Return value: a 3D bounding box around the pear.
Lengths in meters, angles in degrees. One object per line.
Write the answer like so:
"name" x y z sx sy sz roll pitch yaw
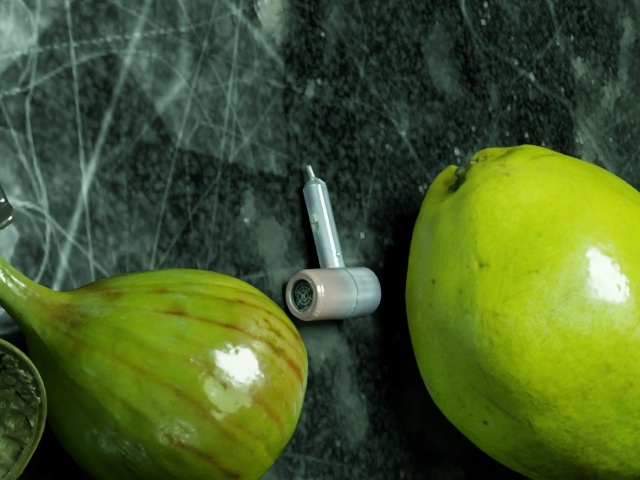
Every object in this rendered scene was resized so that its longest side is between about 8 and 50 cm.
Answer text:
"pear" 0.170 0.057 1.269 0.212 0.212 0.269 -32 93 -47

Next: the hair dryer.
"hair dryer" 0.000 0.000 1.230 0.063 0.037 0.114 0 73 -46

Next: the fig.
"fig" -0.120 0.051 0.999 0.259 0.151 0.151 42 52 -32

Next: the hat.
"hat" -0.228 0.093 0.940 0.146 0.067 0.146 -23 135 -26

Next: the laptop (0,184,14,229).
"laptop" -0.259 -0.027 0.963 0.197 0.016 0.135 -41 112 -44
